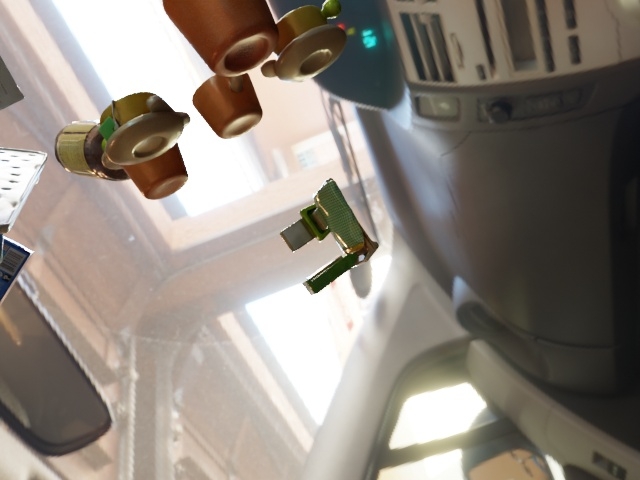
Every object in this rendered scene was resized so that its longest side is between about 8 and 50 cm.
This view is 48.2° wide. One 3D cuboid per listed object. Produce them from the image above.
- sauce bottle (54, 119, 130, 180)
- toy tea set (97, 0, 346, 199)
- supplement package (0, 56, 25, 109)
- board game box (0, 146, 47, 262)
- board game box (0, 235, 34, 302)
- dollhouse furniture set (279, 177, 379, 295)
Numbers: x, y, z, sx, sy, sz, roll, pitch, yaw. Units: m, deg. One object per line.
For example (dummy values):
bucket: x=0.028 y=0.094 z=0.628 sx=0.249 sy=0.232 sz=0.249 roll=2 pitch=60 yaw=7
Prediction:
sauce bottle: x=-0.370 y=-0.158 z=1.260 sx=0.344 sy=0.111 sz=0.111 roll=14 pitch=133 yaw=53
toy tea set: x=-0.143 y=-0.178 z=0.770 sx=0.124 sy=0.336 sz=0.200 roll=60 pitch=-155 yaw=14
supplement package: x=-0.556 y=-0.296 z=0.979 sx=0.204 sy=0.145 sz=0.262 roll=30 pitch=147 yaw=50
board game box: x=-0.551 y=-0.066 z=0.849 sx=0.390 sy=0.390 sz=0.050 roll=-128 pitch=45 yaw=-67
board game box: x=-0.523 y=0.031 z=0.956 sx=0.210 sy=0.160 sz=0.047 roll=33 pitch=174 yaw=-16
dollhouse furniture set: x=0.000 y=0.000 z=1.663 sx=0.197 sy=0.151 sz=0.301 roll=55 pitch=170 yaw=2
